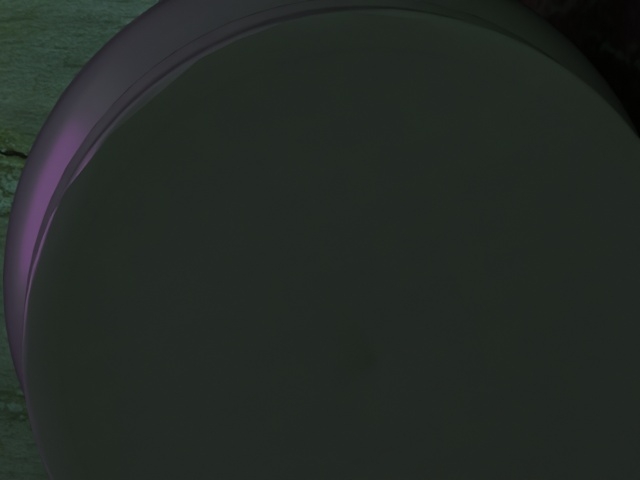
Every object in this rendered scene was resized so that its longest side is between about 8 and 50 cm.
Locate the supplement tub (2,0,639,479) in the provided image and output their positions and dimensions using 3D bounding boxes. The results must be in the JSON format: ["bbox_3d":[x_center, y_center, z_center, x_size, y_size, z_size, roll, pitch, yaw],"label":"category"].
[{"bbox_3d":[0.000,0.000,0.478,0.316,0.228,0.228,-111,28,-77],"label":"supplement tub"}]
